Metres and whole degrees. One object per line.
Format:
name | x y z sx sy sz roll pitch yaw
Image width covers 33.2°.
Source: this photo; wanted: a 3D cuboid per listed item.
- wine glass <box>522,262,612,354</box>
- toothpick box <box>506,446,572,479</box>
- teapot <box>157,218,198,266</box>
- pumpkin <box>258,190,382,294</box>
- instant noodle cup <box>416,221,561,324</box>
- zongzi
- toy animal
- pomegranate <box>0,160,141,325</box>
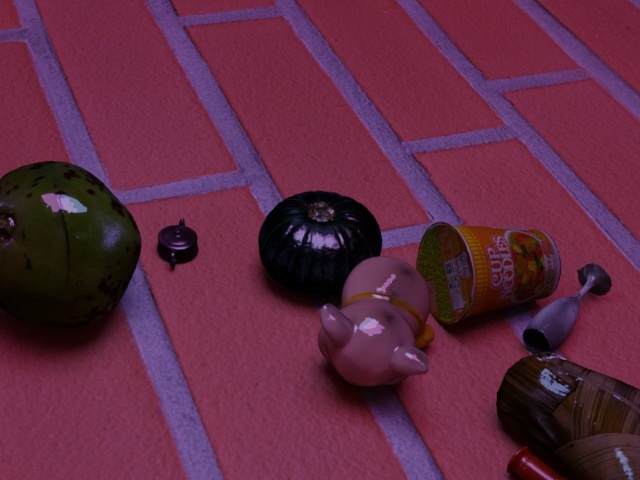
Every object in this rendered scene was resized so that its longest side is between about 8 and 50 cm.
wine glass | 0.388 0.111 1.701 0.066 0.066 0.198 30 47 26
toothpick box | 0.294 0.316 1.445 0.047 0.047 0.083 -27 50 -35
teapot | -0.233 0.002 1.752 0.067 0.045 0.100 5 38 1
pumpkin | 0.000 0.000 1.716 0.201 0.140 0.202 6 37 -4
instant noodle cup | 0.272 0.045 1.704 0.184 0.168 0.168 -4 40 -25
zongzi | 0.342 0.269 1.407 0.285 0.134 0.288 21 25 23
toy animal | 0.089 0.119 1.584 0.165 0.149 0.248 15 32 6
pomegranate | -0.381 0.012 1.585 0.254 0.270 0.254 -10 65 22
